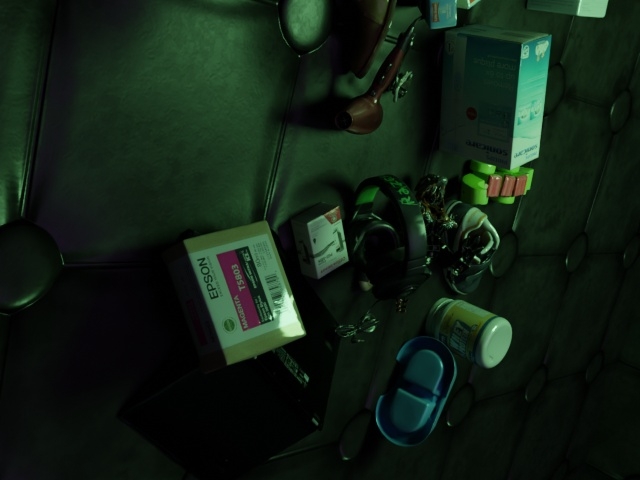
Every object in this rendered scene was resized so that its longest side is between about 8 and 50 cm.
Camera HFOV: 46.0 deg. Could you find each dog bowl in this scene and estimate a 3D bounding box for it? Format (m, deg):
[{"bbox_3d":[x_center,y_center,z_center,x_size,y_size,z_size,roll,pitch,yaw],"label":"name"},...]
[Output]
[{"bbox_3d":[0.263,0.403,2.018,0.074,0.166,0.297,22,91,-61],"label":"dog bowl"}]

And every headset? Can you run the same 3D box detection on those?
[{"bbox_3d":[0.113,0.049,1.648,0.185,0.243,0.394,-13,129,-23],"label":"headset"}]

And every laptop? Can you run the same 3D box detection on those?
[{"bbox_3d":[-0.161,0.271,1.609,0.382,0.236,0.408,57,37,-44],"label":"laptop"}]

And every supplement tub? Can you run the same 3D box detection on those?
[{"bbox_3d":[0.401,0.247,2.050,0.144,0.199,0.144,-21,122,-39],"label":"supplement tub"}]

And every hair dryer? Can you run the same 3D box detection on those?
[{"bbox_3d":[0.108,-0.316,1.533,0.293,0.080,0.224,-55,163,-29],"label":"hair dryer"}]

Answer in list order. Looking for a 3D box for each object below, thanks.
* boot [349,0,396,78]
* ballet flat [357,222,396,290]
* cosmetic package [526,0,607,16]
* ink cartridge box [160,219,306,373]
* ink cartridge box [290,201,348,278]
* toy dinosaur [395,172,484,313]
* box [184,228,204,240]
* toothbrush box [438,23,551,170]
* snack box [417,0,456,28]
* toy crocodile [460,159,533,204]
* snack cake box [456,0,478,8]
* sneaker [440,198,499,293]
[{"bbox_3d":[0.095,-0.477,1.493,0.115,0.112,0.305,13,109,-14],"label":"boot"},{"bbox_3d":[0.131,0.040,1.783,0.057,0.049,0.173,10,101,-47],"label":"ballet flat"},{"bbox_3d":[0.639,-0.670,1.912,0.151,0.151,0.184,-13,118,-43],"label":"cosmetic package"},{"bbox_3d":[-0.154,0.098,1.368,0.193,0.088,0.235,-17,85,-42],"label":"ink cartridge box"},{"bbox_3d":[0.000,0.000,1.612,0.099,0.056,0.135,-30,121,-35],"label":"ink cartridge box"},{"bbox_3d":[0.247,0.008,1.765,0.164,0.218,0.322,-6,102,-27],"label":"toy dinosaur"},{"bbox_3d":[-0.227,0.022,1.422,0.083,0.018,0.067,28,87,-49],"label":"box"},{"bbox_3d":[0.402,-0.340,1.769,0.126,0.216,0.296,-25,126,-36],"label":"toothbrush box"},{"bbox_3d":[0.224,-0.604,1.490,0.060,0.187,0.322,-5,120,2],"label":"snack box"},{"bbox_3d":[0.479,-0.152,2.020,0.340,0.105,0.115,-7,113,-45],"label":"toy crocodile"},{"bbox_3d":[0.365,-0.649,1.681,0.264,0.089,0.152,-40,135,-26],"label":"snack cake box"},{"bbox_3d":[0.403,0.040,2.016,0.126,0.127,0.321,-45,136,-25],"label":"sneaker"}]
